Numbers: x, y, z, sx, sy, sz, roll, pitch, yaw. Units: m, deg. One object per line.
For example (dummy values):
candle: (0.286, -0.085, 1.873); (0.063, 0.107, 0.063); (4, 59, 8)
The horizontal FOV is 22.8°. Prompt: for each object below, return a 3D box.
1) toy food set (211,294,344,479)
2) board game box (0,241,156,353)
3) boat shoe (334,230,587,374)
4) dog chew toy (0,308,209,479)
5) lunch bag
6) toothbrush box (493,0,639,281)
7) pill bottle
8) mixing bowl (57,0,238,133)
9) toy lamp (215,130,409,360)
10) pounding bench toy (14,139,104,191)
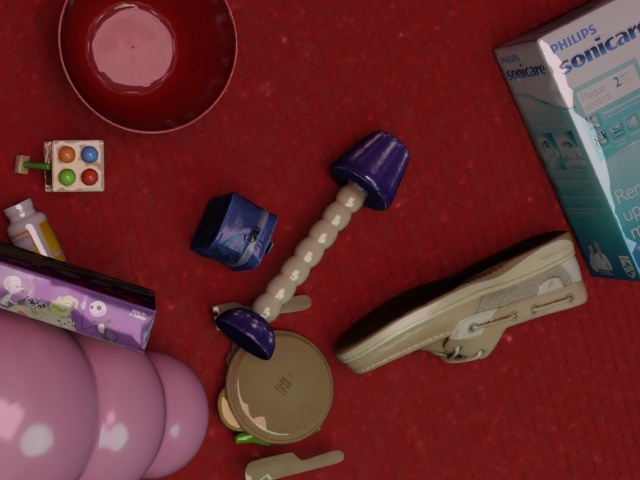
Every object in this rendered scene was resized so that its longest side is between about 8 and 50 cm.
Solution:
toy food set: (-0.050, 0.158, 1.701); (0.132, 0.038, 0.192); (-8, 83, -23)
board game box: (-0.324, 0.022, 1.482); (0.347, 0.208, 0.056); (18, 95, -8)
boat shoe: (0.160, 0.087, 1.728); (0.302, 0.109, 0.098); (-24, 98, -21)
dog chew toy: (-0.246, 0.167, 1.538); (0.332, 0.206, 0.207); (6, 90, -44)
lunch bag: (-0.084, -0.007, 1.647); (0.065, 0.098, 0.067); (27, 79, -20)
toothbrush box: (0.360, -0.132, 1.773); (0.216, 0.126, 0.295); (-27, 98, -15)
pill bottle: (-0.290, 0.000, 1.609); (0.043, 0.043, 0.083); (-26, 99, -15)
mixing bowl: (-0.182, -0.198, 1.609); (0.181, 0.098, 0.181); (-1, 93, -17)
toy lamp: (0.000, 0.000, 1.677); (0.080, 0.080, 0.275); (40, 74, -15)
pounding bench toy: (-0.265, -0.075, 1.604); (0.083, 0.065, 0.052); (-2, 93, -18)
